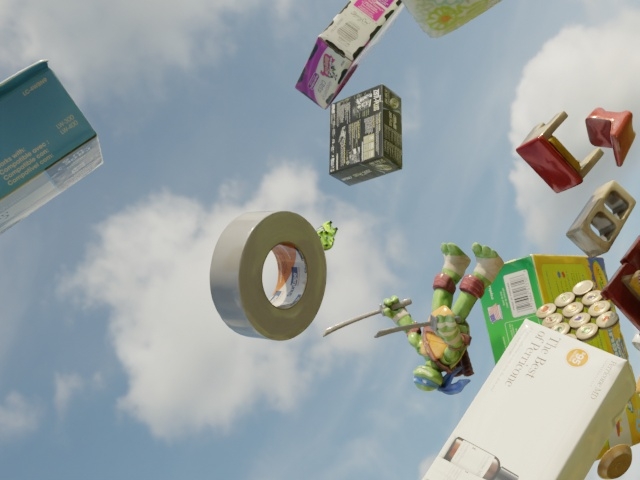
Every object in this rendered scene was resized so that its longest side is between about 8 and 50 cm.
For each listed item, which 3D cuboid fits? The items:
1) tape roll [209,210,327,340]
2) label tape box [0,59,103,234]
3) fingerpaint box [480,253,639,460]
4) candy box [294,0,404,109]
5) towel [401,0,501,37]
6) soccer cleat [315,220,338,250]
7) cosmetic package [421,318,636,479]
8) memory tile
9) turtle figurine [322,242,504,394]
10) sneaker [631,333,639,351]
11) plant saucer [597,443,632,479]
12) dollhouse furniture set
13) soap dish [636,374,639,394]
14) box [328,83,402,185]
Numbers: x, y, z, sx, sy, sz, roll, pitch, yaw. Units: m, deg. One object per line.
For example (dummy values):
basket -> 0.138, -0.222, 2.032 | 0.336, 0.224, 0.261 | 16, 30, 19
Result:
tape roll -> -0.085, 0.058, 1.399 | 0.219, 0.072, 0.219 | -1, -89, -51
label tape box -> -0.443, -0.107, 1.155 | 0.249, 0.115, 0.347 | -37, 6, -13
fingerpaint box -> 0.551, 0.265, 1.871 | 0.371, 0.163, 0.445 | 1, -107, -48
candy box -> 0.064, -0.346, 1.363 | 0.233, 0.071, 0.159 | -55, 1, -25
towel -> 0.187, -0.465, 1.046 | 0.320, 0.090, 0.374 | -29, -47, 20
soccer cleat -> 0.000, 0.000, 2.154 | 0.072, 0.060, 0.179 | -38, 6, 18
cosmetic package -> 0.155, 0.187, 0.674 | 0.239, 0.099, 0.060 | -53, -40, -17
memory tile -> 0.423, 0.124, 1.364 | 0.113, 0.148, 0.012 | -31, -69, 10
turtle figurine -> 0.188, 0.112, 1.457 | 0.266, 0.275, 0.198 | -60, -5, -17
sneaker -> 0.774, 0.280, 1.602 | 0.137, 0.366, 0.210 | -42, -70, -21
plant saucer -> 0.569, 0.429, 1.580 | 0.083, 0.015, 0.083 | -10, -62, -21
dollhouse furniture set -> 0.473, -0.033, 1.244 | 0.152, 0.374, 0.201 | -50, 8, -26
soap dish -> 0.706, 0.217, 1.357 | 0.229, 0.291, 0.118 | 15, -117, -26
box -> 0.098, -0.229, 1.803 | 0.077, 0.147, 0.180 | 25, -123, -46
